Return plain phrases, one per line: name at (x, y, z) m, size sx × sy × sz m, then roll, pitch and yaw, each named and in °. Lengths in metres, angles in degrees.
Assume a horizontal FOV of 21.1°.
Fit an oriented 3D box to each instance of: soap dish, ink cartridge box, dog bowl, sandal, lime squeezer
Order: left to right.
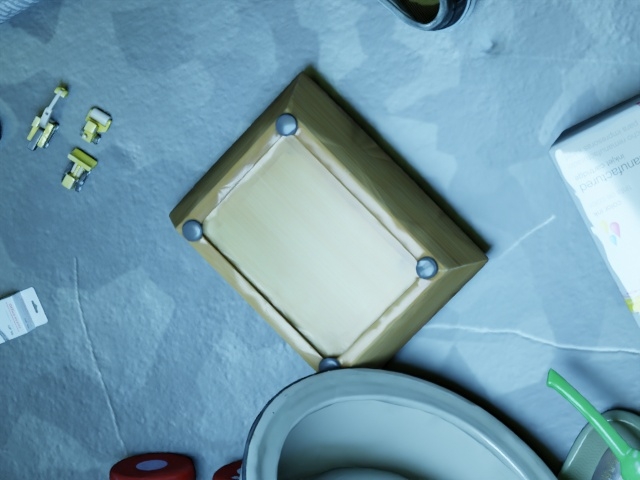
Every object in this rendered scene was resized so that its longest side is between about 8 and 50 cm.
ink cartridge box at (-0.368, 0.092, 2.013) m, size 0.083 × 0.028 × 0.048 m, roll -22°, pitch 95°, yaw 16°
soap dish at (0.000, 0.000, 1.859) m, size 0.291 × 0.118 × 0.229 m, roll 45°, pitch 107°, yaw 3°
dog bowl at (0.080, 0.330, 1.744) m, size 0.408 × 0.408 × 0.150 m, roll 36°, pitch 127°, yaw 5°
sandal at (0.279, 0.327, 1.868) m, size 0.120 × 0.086 × 0.302 m, roll 19°, pitch 103°, yaw 7°
lime squeezer at (0.384, 0.224, 1.816) m, size 0.310 × 0.110 × 0.059 m, roll 11°, pitch 148°, yaw 3°
ink cartridge box at (0.401, -0.016, 1.751) m, size 0.226 × 0.131 × 0.306 m, roll -27°, pitch 92°, yaw 17°

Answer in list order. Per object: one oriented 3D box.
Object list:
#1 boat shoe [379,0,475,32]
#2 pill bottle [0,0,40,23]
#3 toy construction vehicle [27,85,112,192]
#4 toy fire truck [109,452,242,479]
boat shoe at (0.045, -0.359, 1.776) m, size 0.121 × 0.119 × 0.335 m, roll -41°, pitch 89°, yaw 17°
pill bottle at (-0.369, -0.317, 1.865) m, size 0.283 × 0.161 × 0.161 m, roll -27°, pitch 93°, yaw 17°
toy construction vehicle at (-0.289, -0.114, 1.950) m, size 0.086 × 0.035 × 0.098 m, roll 35°, pitch 107°, yaw 5°
toy fire truck at (-0.151, 0.353, 1.892) m, size 0.302 × 0.254 × 0.169 m, roll 0°, pitch 100°, yaw 14°
